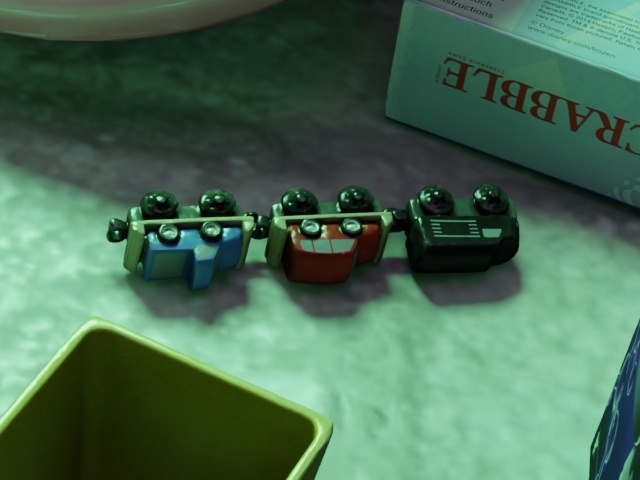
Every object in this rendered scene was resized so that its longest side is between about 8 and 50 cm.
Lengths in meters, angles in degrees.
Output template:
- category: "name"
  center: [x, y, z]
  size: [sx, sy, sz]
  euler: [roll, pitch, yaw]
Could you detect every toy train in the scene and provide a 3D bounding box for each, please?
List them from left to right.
- category: "toy train"
  center: [0.000, 0.000, 0.696]
  size: [0.158, 0.027, 0.036]
  euler: [-2, 53, -16]

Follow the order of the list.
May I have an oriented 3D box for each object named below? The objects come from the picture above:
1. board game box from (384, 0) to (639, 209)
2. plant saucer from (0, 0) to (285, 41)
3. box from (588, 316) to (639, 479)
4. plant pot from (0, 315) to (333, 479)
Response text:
- category: "board game box"
  center: [0.231, -0.107, 0.840]
  size: [0.319, 0.066, 0.318]
  euler: [21, 42, 12]
- category: "plant saucer"
  center: [-0.072, -0.216, 0.803]
  size: [0.332, 0.084, 0.332]
  euler: [-4, 63, 7]
- category: "box"
  center: [0.132, 0.098, 0.492]
  size: [0.103, 0.184, 0.261]
  euler: [11, 40, 3]
- category: "plant pot"
  center: [-0.054, 0.088, 0.536]
  size: [0.081, 0.083, 0.081]
  euler: [23, 43, 13]
